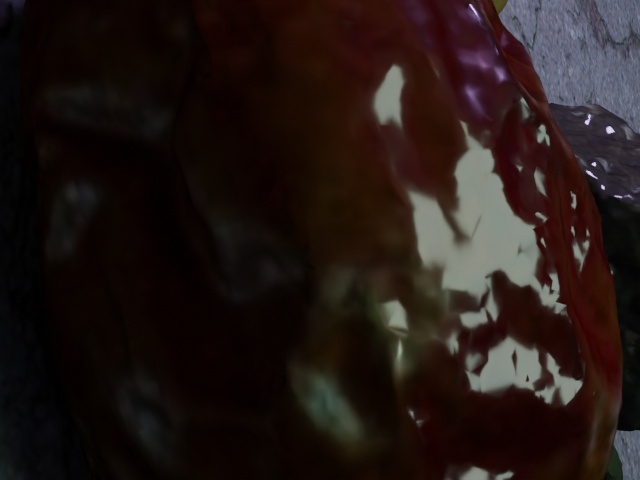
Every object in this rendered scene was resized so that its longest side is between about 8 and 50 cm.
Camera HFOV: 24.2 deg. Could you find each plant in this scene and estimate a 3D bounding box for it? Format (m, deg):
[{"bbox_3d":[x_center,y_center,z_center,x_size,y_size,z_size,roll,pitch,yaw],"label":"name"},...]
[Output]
[{"bbox_3d":[0.193,0.068,1.142,0.215,0.213,0.312,-41,153,-61],"label":"plant"}]

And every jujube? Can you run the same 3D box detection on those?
[{"bbox_3d":[0.000,0.001,0.705,0.276,0.276,0.377,4,64,-64],"label":"jujube"}]

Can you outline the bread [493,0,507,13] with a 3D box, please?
[{"bbox_3d":[0.073,-0.258,1.128,0.236,0.106,0.140,48,36,-49],"label":"bread"}]
